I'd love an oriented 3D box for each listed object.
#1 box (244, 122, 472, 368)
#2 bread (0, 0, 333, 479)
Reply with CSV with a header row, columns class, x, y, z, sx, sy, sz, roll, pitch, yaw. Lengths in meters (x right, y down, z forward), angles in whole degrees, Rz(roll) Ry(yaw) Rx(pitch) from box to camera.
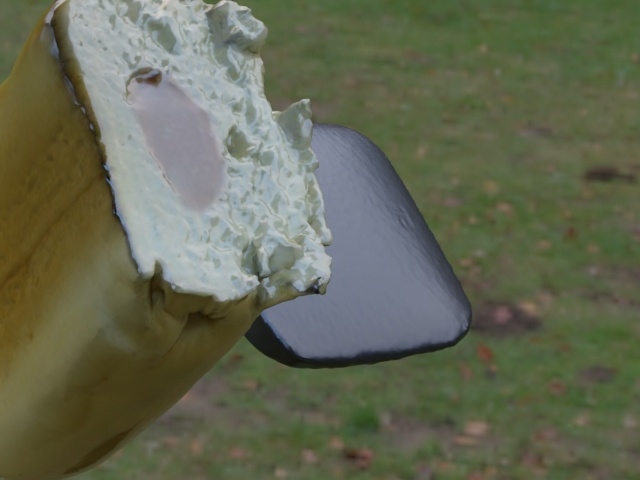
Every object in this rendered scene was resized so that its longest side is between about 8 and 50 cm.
class,x,y,z,sx,sy,sz,roll,pitch,yaw
box,0.000,0.000,1.175,0.201,0.042,0.212,-2,49,-41
bread,-0.077,0.002,0.620,0.085,0.134,0.173,-6,-24,-39
